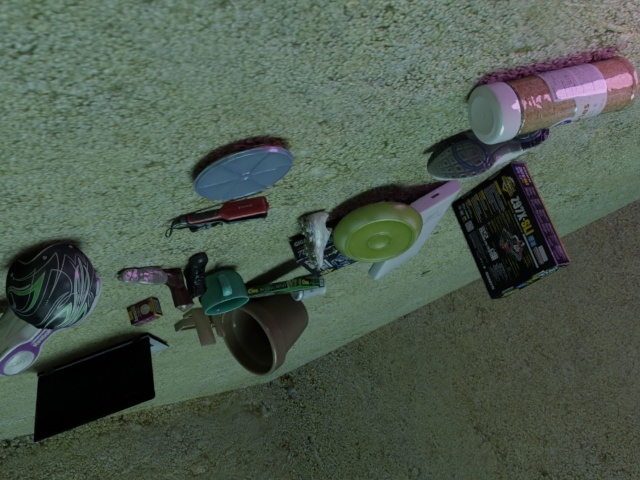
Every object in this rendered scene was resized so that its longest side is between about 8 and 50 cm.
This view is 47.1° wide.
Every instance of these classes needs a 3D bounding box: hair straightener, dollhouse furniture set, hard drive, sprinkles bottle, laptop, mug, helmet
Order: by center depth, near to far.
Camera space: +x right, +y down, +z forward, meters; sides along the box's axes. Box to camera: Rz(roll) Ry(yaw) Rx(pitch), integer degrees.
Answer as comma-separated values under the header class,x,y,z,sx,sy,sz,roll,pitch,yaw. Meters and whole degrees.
class,x,y,z,sx,sy,sz,roll,pitch,yaw
helmet,-0.534,0.093,1.483,0.161,0.169,0.169,-10,171,30
sprinkles bottle,0.485,-0.295,1.523,0.355,0.121,0.121,-16,163,-19
hair straightener,-0.226,-0.040,1.605,0.230,0.047,0.089,-17,163,-12
mug,-0.265,0.132,2.027,0.129,0.097,0.157,-2,155,-47
hard drive,0.262,-0.026,2.065,0.203,0.040,0.307,-29,158,-36
dollhouse furniture set,-0.384,0.300,2.381,0.144,0.123,0.151,-3,156,-47
laptop,-0.694,0.481,2.390,0.382,0.236,0.408,-20,164,-2

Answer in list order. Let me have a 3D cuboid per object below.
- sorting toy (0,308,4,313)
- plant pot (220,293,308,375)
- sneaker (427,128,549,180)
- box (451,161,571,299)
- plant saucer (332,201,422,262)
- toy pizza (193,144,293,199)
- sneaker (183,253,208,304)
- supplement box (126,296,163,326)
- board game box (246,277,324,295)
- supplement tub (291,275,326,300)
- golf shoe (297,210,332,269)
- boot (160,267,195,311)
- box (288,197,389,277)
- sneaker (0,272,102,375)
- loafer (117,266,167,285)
class,x,y,z,sx,sy,sz,roll,pitch,yaw
sorting toy,-0.750,0.154,1.617,0.061,0.042,0.102,-14,-176,38
plant pot,-0.168,0.282,2.451,0.229,0.263,0.263,-32,175,-41
sneaker,0.392,-0.205,1.738,0.297,0.111,0.129,-19,170,-4
box,0.540,-0.024,2.115,0.079,0.322,0.257,-5,157,-40
plant saucer,0.152,-0.010,1.911,0.241,0.037,0.241,-7,143,-6
toy pizza,-0.149,-0.136,1.416,0.201,0.032,0.201,-18,164,-5
sneaker,-0.314,0.103,1.887,0.051,0.089,0.170,-12,162,-28
supplement box,-0.489,0.199,2.047,0.083,0.055,0.043,-24,162,10
board game box,-0.132,0.149,2.257,0.259,0.030,0.136,-12,167,30
supplement tub,-0.042,0.156,2.434,0.107,0.071,0.071,-12,162,-31
golf shoe,0.000,0.000,1.893,0.086,0.069,0.176,-28,138,-20
boot,-0.378,0.129,1.845,0.106,0.114,0.037,-10,160,-34
box,0.084,0.002,2.086,0.293,0.073,0.295,-22,164,7
sneaker,-0.639,0.160,1.664,0.305,0.152,0.114,-41,147,-8
loafer,-0.434,0.088,1.789,0.039,0.045,0.125,-12,167,43
